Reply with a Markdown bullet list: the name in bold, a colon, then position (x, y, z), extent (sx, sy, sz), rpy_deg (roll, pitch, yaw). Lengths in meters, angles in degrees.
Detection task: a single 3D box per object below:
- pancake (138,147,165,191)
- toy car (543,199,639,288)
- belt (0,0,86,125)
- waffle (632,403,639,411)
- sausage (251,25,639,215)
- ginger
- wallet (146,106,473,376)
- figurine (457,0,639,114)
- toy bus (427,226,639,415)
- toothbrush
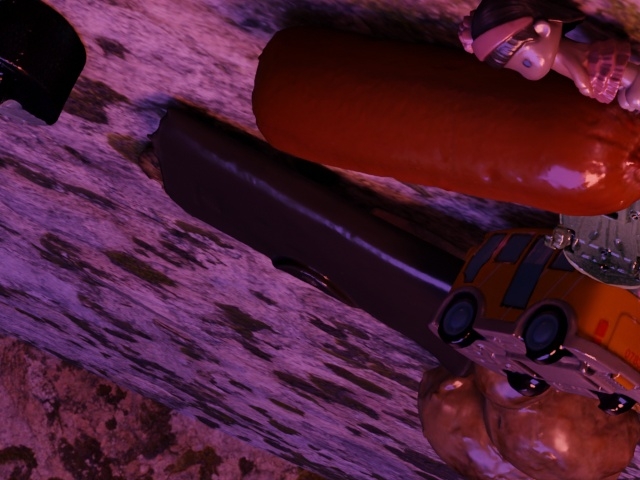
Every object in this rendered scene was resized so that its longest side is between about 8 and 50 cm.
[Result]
- **pancake**: position (-0.107, -0.046, 1.791), extent (0.199, 0.021, 0.199), rpy_deg (24, 165, 7)
- **toy car**: position (0.221, -0.030, 1.258), extent (0.093, 0.058, 0.186), rpy_deg (20, 151, 19)
- **belt**: position (-0.303, -0.175, 1.576), extent (0.151, 0.078, 0.198), rpy_deg (23, 166, 2)
- **waffle**: position (0.413, 0.168, 1.545), extent (0.253, 0.056, 0.249), rpy_deg (22, 170, -25)
- **sausage**: position (0.080, -0.089, 1.199), extent (0.348, 0.097, 0.094), rpy_deg (14, -159, 34)
- **ginger**: position (0.236, 0.186, 1.807), extent (0.244, 0.155, 0.304), rpy_deg (32, 157, 2)
- **wallet**: position (0.000, 0.000, 1.631), extent (0.377, 0.051, 0.197), rpy_deg (30, 158, 10)
- **figurine**: position (0.155, -0.125, 1.077), extent (0.129, 0.054, 0.072), rpy_deg (19, 180, -4)
- **toy bus**: position (0.203, 0.059, 1.424), extent (0.126, 0.136, 0.209), rpy_deg (35, 163, -35)
- **toothbrush**: position (0.202, 0.064, 1.650), extent (0.375, 0.028, 0.037), rpy_deg (31, 173, -19)
